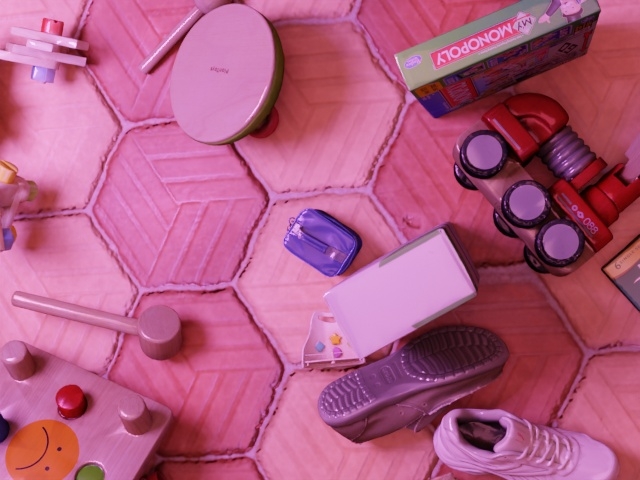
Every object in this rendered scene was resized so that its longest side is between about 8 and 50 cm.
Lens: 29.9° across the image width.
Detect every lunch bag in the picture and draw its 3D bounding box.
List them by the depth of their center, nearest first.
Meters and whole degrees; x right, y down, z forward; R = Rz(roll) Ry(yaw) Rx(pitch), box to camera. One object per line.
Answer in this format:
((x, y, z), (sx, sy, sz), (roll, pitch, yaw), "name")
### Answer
((0.000, 0.000, 1.552), (0.098, 0.065, 0.067), (32, 95, 8), "lunch bag")

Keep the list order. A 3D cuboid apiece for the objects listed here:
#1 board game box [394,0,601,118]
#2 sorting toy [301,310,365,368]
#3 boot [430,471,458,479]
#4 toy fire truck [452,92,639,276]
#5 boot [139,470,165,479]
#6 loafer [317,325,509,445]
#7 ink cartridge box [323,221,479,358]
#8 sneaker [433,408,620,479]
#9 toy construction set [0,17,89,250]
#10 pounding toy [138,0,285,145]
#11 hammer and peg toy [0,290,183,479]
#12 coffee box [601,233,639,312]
((0.208, -0.215, 1.387), (0.214, 0.317, 0.046), (-23, 87, 10), "board game box")
((0.018, 0.127, 1.563), (0.083, 0.045, 0.075), (-6, 82, 11), "sorting toy")
((0.206, 0.384, 1.492), (0.262, 0.095, 0.203), (-22, 85, 25), "boot")
((0.314, -0.107, 1.464), (0.246, 0.158, 0.217), (-39, 83, -4), "toy fire truck")
((-0.306, 0.352, 1.601), (0.244, 0.088, 0.176), (33, 93, 4), "boot")
((0.122, 0.187, 1.529), (0.251, 0.094, 0.087), (-20, 129, 4), "loafer")
((0.106, 0.055, 1.457), (0.160, 0.219, 0.092), (-30, 88, 10), "ink cartridge box")
((0.253, 0.259, 1.472), (0.232, 0.115, 0.090), (8, 68, 9), "sneaker")
((-0.443, -0.155, 1.589), (0.215, 0.151, 0.327), (17, 85, 34), "toy construction set")
((-0.108, -0.219, 1.568), (0.183, 0.110, 0.237), (-53, 52, 17), "pounding toy")
((-0.337, 0.233, 1.559), (0.266, 0.127, 0.361), (21, 61, 16), "hammer and peg toy")
((0.450, 0.067, 1.482), (0.113, 0.040, 0.184), (-41, 83, 8), "coffee box")
